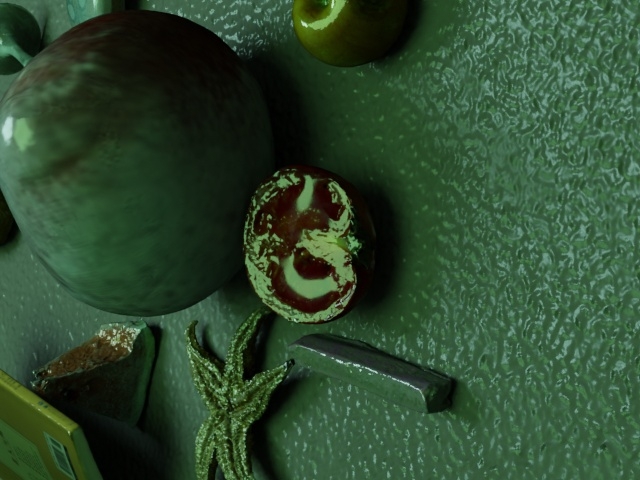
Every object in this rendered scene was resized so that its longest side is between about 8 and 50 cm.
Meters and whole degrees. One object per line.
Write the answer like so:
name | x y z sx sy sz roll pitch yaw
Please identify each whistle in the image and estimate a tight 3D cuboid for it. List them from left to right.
whistle | -0.263 -0.252 1.894 0.107 0.057 0.220 -29 71 59

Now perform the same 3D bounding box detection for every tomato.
tomato | 0.000 0.000 1.561 0.139 0.091 0.159 -5 96 30

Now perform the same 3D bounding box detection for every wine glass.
wine glass | -0.353 -0.127 1.931 0.309 0.096 0.264 40 126 54

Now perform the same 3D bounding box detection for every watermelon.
watermelon | -0.274 0.170 1.840 0.098 0.158 0.121 21 131 44

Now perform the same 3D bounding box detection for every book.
book | -0.353 0.250 1.884 0.389 0.032 0.269 26 143 45

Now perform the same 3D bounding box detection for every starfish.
starfish | -0.095 0.174 1.699 0.227 0.043 0.240 -56 48 28

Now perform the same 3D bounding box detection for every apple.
apple | 0.029 -0.223 1.534 0.114 0.102 0.099 -21 71 44

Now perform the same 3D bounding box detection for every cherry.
cherry | -0.197 -0.071 1.623 0.291 0.335 0.326 1 111 12

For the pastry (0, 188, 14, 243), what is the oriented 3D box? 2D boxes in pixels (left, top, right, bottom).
pastry | -0.453 -0.035 2.092 0.097 0.057 0.109 -56 52 28

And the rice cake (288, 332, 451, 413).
rice cake | 0.046 0.129 1.542 0.207 0.047 0.036 18 108 48
